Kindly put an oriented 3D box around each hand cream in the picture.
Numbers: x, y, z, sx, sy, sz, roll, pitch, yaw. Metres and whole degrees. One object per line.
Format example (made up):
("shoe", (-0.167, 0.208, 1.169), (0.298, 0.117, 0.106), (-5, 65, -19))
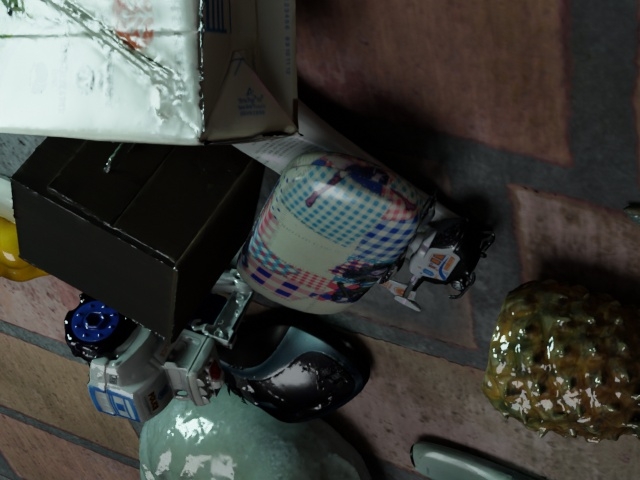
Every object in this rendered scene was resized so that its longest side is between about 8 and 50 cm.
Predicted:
("hand cream", (0.003, -0.074, 1.141), (0.336, 0.076, 0.121), (34, 155, -15))

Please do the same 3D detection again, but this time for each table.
("table", (-0.186, -0.038, 1.248), (0.193, 0.169, 0.172), (29, 149, 8))

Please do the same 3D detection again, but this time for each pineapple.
("pineapple", (0.300, 0.130, 1.069), (0.310, 0.141, 0.170), (15, -178, 20))

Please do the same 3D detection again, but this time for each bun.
("bun", (-0.093, 0.336, 1.665), (0.354, 0.194, 0.354), (23, 150, 14))

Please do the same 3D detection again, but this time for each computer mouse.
("computer mouse", (-0.048, 0.162, 1.473), (0.233, 0.096, 0.137), (-13, 127, 48))

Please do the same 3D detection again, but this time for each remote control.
("remote control", (0.223, 0.311, 1.490), (0.256, 0.045, 0.097), (20, 147, 24))

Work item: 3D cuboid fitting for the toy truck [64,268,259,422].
("toy truck", (-0.176, 0.109, 1.405), (0.177, 0.213, 0.161), (17, 147, 17))

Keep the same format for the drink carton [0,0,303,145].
("drink carton", (-0.173, -0.180, 0.998), (0.324, 0.132, 0.194), (6, 99, 36))

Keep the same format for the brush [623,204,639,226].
("brush", (0.338, 0.013, 0.992), (0.196, 0.021, 0.070), (24, 146, 15))

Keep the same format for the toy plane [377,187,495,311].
("toy plane", (0.105, 0.018, 1.144), (0.078, 0.053, 0.197), (29, 154, -1))

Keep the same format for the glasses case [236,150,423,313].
("glasses case", (0.000, 0.000, 1.146), (0.125, 0.076, 0.327), (20, 158, -7))

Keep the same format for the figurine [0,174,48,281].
("figurine", (-0.416, 0.019, 1.562), (0.250, 0.141, 0.167), (24, 146, 14))
